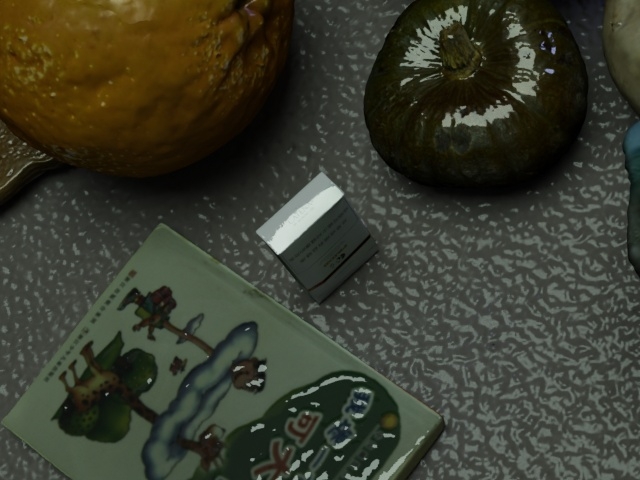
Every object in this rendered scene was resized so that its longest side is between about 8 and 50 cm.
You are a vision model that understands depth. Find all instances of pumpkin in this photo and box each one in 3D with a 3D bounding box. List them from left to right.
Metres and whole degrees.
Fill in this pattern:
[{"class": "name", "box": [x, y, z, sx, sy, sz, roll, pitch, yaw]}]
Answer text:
[{"class": "pumpkin", "box": [0.150, -0.155, 1.555, 0.219, 0.162, 0.219, -9, 64, 18]}]

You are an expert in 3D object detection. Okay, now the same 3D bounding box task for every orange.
[{"class": "orange", "box": [-0.175, -0.226, 1.580, 0.293, 0.340, 0.340, 11, 71, 34]}]

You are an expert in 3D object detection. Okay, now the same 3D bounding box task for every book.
[{"class": "book", "box": [-0.101, 0.173, 1.560, 0.371, 0.043, 0.260, 33, 80, 26]}]

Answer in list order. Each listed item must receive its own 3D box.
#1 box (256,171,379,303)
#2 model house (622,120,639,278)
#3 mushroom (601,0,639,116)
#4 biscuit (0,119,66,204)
[{"class": "box", "box": [0.000, 0.000, 1.537, 0.084, 0.154, 0.040, -45, 67, -4]}, {"class": "model house", "box": [0.456, 0.027, 1.302, 0.360, 0.339, 0.297, -18, 40, 15]}, {"class": "mushroom", "box": [0.388, -0.217, 1.434, 0.292, 0.290, 0.292, -4, 67, 10]}, {"class": "biscuit", "box": [-0.360, -0.112, 1.752, 0.208, 0.049, 0.181, -37, 63, -1]}]
